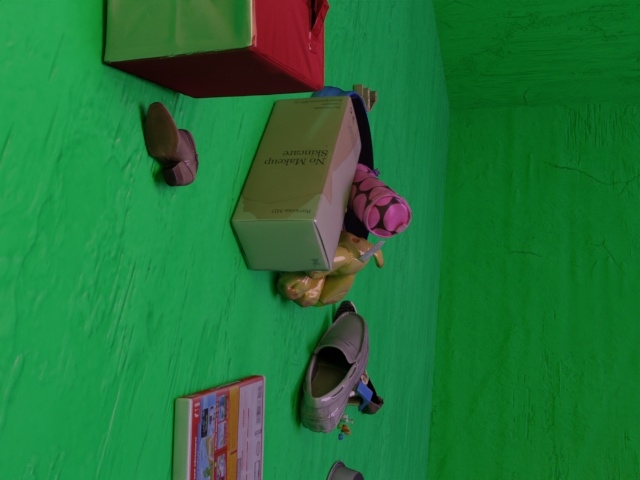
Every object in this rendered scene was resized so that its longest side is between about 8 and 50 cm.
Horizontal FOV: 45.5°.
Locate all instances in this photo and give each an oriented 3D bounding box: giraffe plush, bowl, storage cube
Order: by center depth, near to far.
[{"bbox_3d":[-0.113,-0.276,0.876,0.193,0.215,0.183,4,87,-68],"label":"storage cube"},{"bbox_3d":[0.000,0.000,1.410,0.181,0.210,0.170,31,26,-58],"label":"giraffe plush"},{"bbox_3d":[0.048,-0.145,1.685,0.391,0.077,0.390,0,90,-74],"label":"bowl"}]

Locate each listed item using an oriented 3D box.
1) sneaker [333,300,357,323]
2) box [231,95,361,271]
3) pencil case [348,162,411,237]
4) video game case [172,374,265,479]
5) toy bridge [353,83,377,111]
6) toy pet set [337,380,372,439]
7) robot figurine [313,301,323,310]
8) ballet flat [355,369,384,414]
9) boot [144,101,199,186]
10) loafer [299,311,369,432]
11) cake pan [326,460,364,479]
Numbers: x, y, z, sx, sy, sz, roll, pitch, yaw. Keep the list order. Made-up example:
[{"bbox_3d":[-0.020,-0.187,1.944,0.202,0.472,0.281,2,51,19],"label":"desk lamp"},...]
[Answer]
[{"bbox_3d":[0.061,0.210,1.797,0.075,0.057,0.161,-95,179,-72],"label":"sneaker"},{"bbox_3d":[-0.031,-0.100,1.282,0.121,0.148,0.311,74,22,-44],"label":"box"},{"bbox_3d":[0.093,-0.071,1.358,0.098,0.095,0.209,51,3,-25],"label":"pencil case"},{"bbox_3d":[-0.142,0.313,1.115,0.285,0.025,0.203,13,78,-74],"label":"video game case"},{"bbox_3d":[0.119,-0.373,2.018,0.188,0.026,0.063,-19,110,-73],"label":"toy bridge"},{"bbox_3d":[0.084,0.402,1.840,0.114,0.065,0.122,-53,141,-65],"label":"toy pet set"},{"bbox_3d":[-0.004,0.080,1.518,0.101,0.067,0.115,26,63,-45],"label":"robot figurine"},{"bbox_3d":[0.123,0.389,1.987,0.249,0.058,0.084,70,25,-51],"label":"ballet flat"},{"bbox_3d":[-0.182,-0.123,0.952,0.087,0.042,0.118,-70,157,-65],"label":"boot"},{"bbox_3d":[0.036,0.252,1.583,0.319,0.112,0.111,-68,162,-51],"label":"loafer"},{"bbox_3d":[0.056,0.665,1.769,0.293,0.054,0.293,0,90,-74],"label":"cake pan"}]
